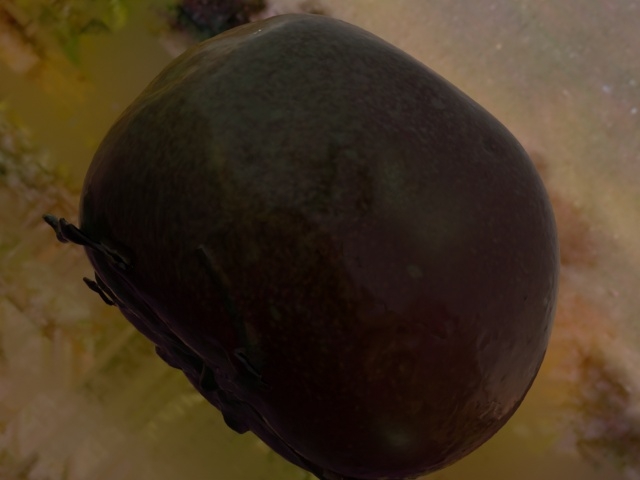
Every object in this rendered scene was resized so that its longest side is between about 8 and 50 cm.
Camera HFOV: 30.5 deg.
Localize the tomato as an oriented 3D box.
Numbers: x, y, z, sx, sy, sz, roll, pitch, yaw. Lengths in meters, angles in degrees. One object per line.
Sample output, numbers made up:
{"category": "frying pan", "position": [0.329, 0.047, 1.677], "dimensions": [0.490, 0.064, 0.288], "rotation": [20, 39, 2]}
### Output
{"category": "tomato", "position": [0.000, 0.000, 0.741], "dimensions": [0.303, 0.239, 0.303], "rotation": [38, -15, 12]}
